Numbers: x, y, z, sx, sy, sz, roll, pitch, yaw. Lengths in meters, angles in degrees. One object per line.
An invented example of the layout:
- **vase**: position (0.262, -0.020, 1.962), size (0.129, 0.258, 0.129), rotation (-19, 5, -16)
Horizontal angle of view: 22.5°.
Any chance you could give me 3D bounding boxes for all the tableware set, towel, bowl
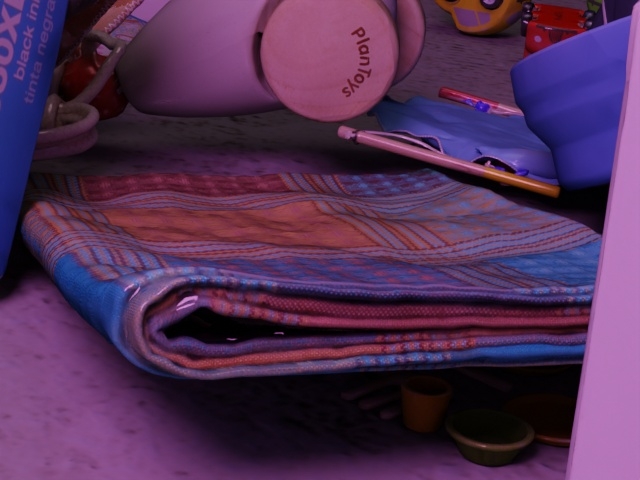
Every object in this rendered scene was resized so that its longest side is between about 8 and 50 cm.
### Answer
- **tableware set**: position (0.092, 0.060, 0.725), size (0.154, 0.024, 0.104), rotation (-13, 27, -43)
- **towel**: position (0.000, 0.000, 0.762), size (0.271, 0.040, 0.370), rotation (-1, 10, -18)
- **bowl**: position (0.296, -0.101, 0.836), size (0.391, 0.077, 0.391), rotation (-13, 0, 0)

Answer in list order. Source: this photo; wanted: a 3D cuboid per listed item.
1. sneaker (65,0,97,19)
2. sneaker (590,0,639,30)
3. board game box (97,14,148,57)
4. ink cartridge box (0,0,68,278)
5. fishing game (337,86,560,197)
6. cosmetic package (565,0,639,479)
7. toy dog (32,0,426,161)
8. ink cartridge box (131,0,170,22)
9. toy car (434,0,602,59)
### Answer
- **sneaker**: position (-0.249, -0.181, 0.924), size (0.384, 0.145, 0.147), rotation (0, 22, 34)
- **sneaker**: position (0.256, -0.099, 1.140), size (0.099, 0.153, 0.282), rotation (3, 49, -12)
- **board game box**: position (-0.155, -0.143, 1.236), size (0.103, 0.026, 0.154), rotation (-9, 24, -35)
- **ink cartridge box**: position (-0.334, -0.108, 0.657), size (0.285, 0.166, 0.395), rotation (12, -4, 24)
- **fishing game**: position (0.119, -0.056, 1.040), size (0.189, 0.041, 0.264), rotation (16, 15, 11)
- **cosmetic package**: position (0.201, 0.039, 0.508), size (0.224, 0.225, 0.138), rotation (11, 20, 16)
- **toy dog**: position (-0.090, -0.153, 0.997), size (0.333, 0.161, 0.220), rotation (-9, 13, -13)
- **ink cartridge box**: position (-0.233, -0.271, 1.424), size (0.306, 0.131, 0.226), rotation (-1, 20, -22)
- **toy car**: position (0.234, -0.195, 1.444), size (0.224, 0.053, 0.239), rotation (-3, 22, -23)
